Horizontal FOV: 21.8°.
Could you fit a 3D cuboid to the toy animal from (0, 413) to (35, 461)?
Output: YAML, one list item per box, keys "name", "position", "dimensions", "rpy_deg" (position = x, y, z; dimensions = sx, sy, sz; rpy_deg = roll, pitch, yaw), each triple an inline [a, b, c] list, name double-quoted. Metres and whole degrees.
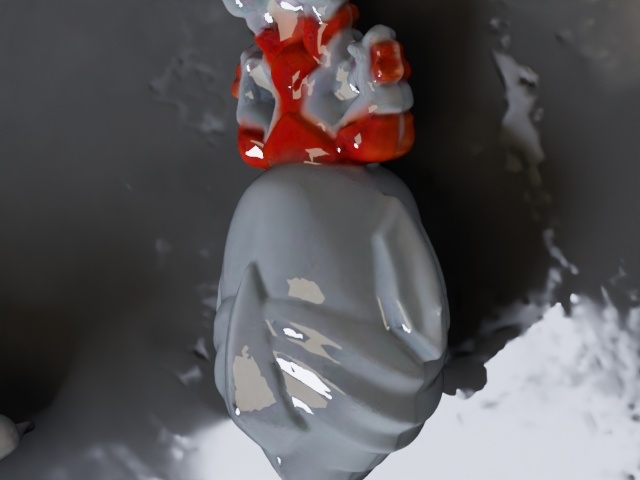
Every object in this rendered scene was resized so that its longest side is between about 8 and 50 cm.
- name: "toy animal"
  position: [-0.270, 0.117, 0.617]
  dimensions: [0.325, 0.208, 0.154]
  rpy_deg: [0, 119, 22]

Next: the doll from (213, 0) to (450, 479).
- name: "doll"
  position: [0.000, 0.000, 0.500]
  dimensions: [0.094, 0.079, 0.180]
  rpy_deg: [-1, 94, 44]
